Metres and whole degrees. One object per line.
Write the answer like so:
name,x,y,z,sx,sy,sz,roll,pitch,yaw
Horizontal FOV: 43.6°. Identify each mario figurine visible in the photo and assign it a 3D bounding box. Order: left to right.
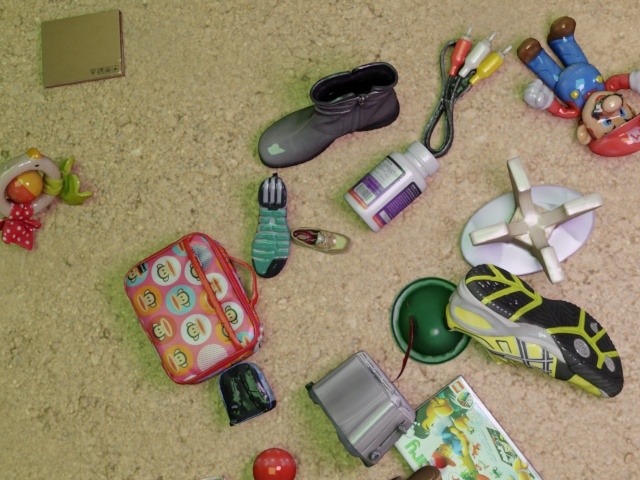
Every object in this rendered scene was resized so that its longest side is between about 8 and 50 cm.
mario figurine,0.537,-0.308,1.591,0.198,0.170,0.320,-49,65,36

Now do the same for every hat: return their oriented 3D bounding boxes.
hat,0.216,0.166,1.575,0.173,0.183,0.208,-7,80,9

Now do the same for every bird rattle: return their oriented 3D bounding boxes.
bird rattle,-0.655,-0.109,1.781,0.253,0.207,0.143,-32,59,-5

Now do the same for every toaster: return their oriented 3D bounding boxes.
toaster,0.082,0.323,1.592,0.146,0.129,0.227,-40,45,-1

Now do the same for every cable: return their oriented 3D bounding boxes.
cable,0.275,-0.321,1.696,0.139,0.072,0.287,32,89,19

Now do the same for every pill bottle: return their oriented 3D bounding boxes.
pill bottle,0.151,-0.116,1.669,0.193,0.108,0.108,-41,77,2

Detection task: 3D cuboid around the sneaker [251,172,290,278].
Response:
sneaker,-0.099,-0.033,1.729,0.083,0.098,0.223,8,107,0

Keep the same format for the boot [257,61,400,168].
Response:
boot,0.001,-0.270,1.661,0.338,0.223,0.118,-25,79,6

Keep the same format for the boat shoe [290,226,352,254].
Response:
boat shoe,0.000,0.000,1.712,0.135,0.045,0.050,7,83,11

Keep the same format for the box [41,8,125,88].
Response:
box,-0.564,-0.455,1.898,0.201,0.021,0.164,-6,80,10

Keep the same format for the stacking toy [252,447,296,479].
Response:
stacking toy,-0.087,0.586,1.605,0.141,0.141,0.330,-2,75,10

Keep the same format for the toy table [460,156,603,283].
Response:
toy table,0.414,-0.027,1.582,0.274,0.161,0.252,-30,78,4

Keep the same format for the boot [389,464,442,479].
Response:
boot,0.208,0.519,1.538,0.073,0.197,0.152,-29,82,-31

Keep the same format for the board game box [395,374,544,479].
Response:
board game box,0.298,0.445,1.584,0.193,0.053,0.305,-39,77,4

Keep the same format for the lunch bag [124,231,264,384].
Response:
lunch bag,-0.250,0.138,1.707,0.258,0.120,0.293,-30,77,0

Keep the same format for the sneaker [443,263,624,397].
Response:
sneaker,0.416,0.189,1.560,0.385,0.145,0.147,33,133,-5

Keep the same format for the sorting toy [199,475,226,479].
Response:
sorting toy,-0.226,0.537,1.677,0.083,0.045,0.075,-13,87,8

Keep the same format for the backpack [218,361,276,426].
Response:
backpack,-0.155,0.314,1.673,0.105,0.084,0.114,-24,82,7
